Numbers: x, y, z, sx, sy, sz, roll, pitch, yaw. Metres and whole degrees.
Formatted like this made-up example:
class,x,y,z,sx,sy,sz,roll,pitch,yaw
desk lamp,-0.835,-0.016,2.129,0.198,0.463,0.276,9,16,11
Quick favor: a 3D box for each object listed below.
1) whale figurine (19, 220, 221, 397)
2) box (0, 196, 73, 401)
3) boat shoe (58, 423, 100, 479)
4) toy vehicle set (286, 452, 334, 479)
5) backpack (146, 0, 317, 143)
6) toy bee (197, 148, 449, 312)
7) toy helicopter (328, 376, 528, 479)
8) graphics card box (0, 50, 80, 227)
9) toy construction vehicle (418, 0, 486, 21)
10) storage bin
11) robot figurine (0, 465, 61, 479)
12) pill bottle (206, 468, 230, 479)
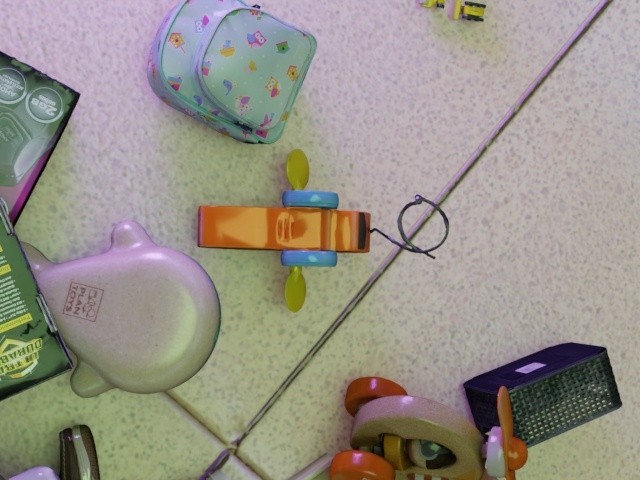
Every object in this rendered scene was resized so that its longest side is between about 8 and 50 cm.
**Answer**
class,x,y,z,sx,sy,sz,roll,pitch,yaw
whale figurine,-0.252,0.083,1.263,0.272,0.141,0.216,12,84,7
box,-0.462,0.082,1.108,0.322,0.079,0.257,-24,100,-16
boat shoe,-0.304,0.351,1.244,0.095,0.095,0.257,-5,91,-13
toy vehicle set,-0.051,0.420,1.354,0.267,0.035,0.166,-33,99,-16
backpack,-0.113,-0.219,1.294,0.188,0.144,0.165,24,87,-14
toy bee,0.000,0.000,1.339,0.298,0.162,0.195,22,90,8
toy helicopter,0.195,0.299,1.356,0.355,0.235,0.140,42,45,-30
graphics card box,-0.461,-0.059,1.198,0.233,0.094,0.370,28,79,-16
toy construction vehicle,0.182,-0.350,1.454,0.098,0.035,0.085,4,98,-16
storage bin,0.302,0.209,1.432,0.180,0.122,0.084,-18,95,-18
robot figurine,-0.424,0.372,1.111,0.354,0.300,0.199,-22,130,-7
pill bottle,-0.172,0.354,1.289,0.160,0.087,0.087,-32,99,-16
